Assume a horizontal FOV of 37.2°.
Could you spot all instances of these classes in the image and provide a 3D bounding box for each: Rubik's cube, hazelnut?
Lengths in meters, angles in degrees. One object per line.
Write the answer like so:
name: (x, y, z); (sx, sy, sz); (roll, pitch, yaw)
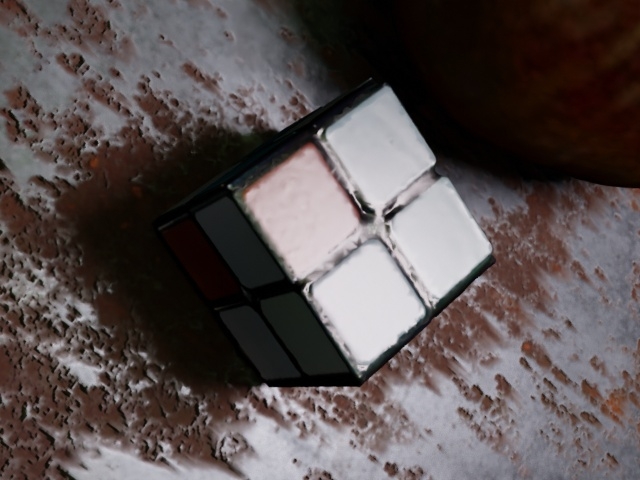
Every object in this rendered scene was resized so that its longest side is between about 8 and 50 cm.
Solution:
Rubik's cube: (-0.001, 0.000, 0.769); (0.167, 0.183, 0.180); (-39, 102, -28)
hazelnut: (0.281, -0.248, 0.865); (0.429, 0.402, 0.402); (28, 70, -16)
